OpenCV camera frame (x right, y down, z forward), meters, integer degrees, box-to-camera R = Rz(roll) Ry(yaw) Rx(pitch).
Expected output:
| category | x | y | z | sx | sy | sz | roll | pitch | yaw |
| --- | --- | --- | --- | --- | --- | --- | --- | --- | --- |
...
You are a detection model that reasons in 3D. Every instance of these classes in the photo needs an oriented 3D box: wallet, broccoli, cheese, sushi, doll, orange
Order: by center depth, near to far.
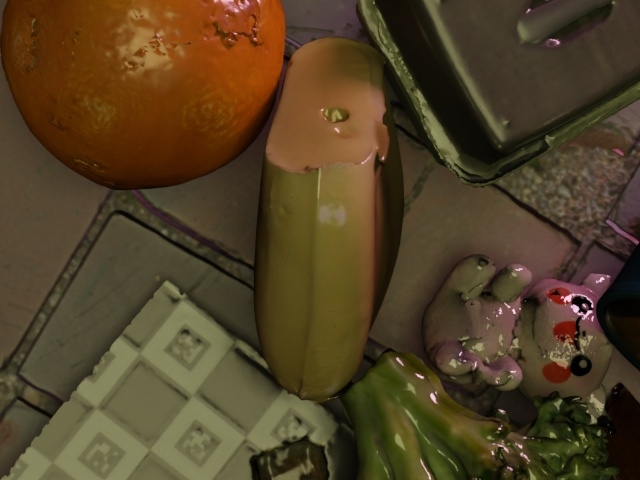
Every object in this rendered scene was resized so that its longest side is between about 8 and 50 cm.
| category | x | y | z | sx | sy | sz | roll | pitch | yaw |
| --- | --- | --- | --- | --- | --- | --- | --- | --- | --- |
| orange | -0.152 | -0.161 | 1.638 | 0.246 | 0.246 | 0.246 | 0 | 95 | -5 |
| cheese | 0.000 | 0.000 | 1.662 | 0.128 | 0.259 | 0.315 | 6 | 130 | 8 |
| broccoli | 0.102 | 0.223 | 1.671 | 0.248 | 0.288 | 0.245 | -45 | 66 | 36 |
| doll | 0.187 | 0.093 | 1.764 | 0.192 | 0.095 | 0.149 | 11 | 68 | -7 |
| sushi | -0.113 | 0.278 | 1.772 | 0.359 | 0.064 | 0.343 | 39 | 82 | -4 |
| wallet | 0.319 | 0.227 | 1.810 | 0.176 | 0.026 | 0.095 | 47 | 51 | -9 |

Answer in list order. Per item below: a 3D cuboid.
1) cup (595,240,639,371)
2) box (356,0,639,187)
| category | x | y | z | sx | sy | sz | roll | pitch | yaw |
| --- | --- | --- | --- | --- | --- | --- | --- | --- | --- |
| cup | 0.442 | 0.020 | 1.689 | 0.308 | 0.242 | 0.292 | 36 | 74 | -10 |
| box | 0.191 | -0.198 | 1.690 | 0.290 | 0.166 | 0.220 | -31 | 98 | -12 |
